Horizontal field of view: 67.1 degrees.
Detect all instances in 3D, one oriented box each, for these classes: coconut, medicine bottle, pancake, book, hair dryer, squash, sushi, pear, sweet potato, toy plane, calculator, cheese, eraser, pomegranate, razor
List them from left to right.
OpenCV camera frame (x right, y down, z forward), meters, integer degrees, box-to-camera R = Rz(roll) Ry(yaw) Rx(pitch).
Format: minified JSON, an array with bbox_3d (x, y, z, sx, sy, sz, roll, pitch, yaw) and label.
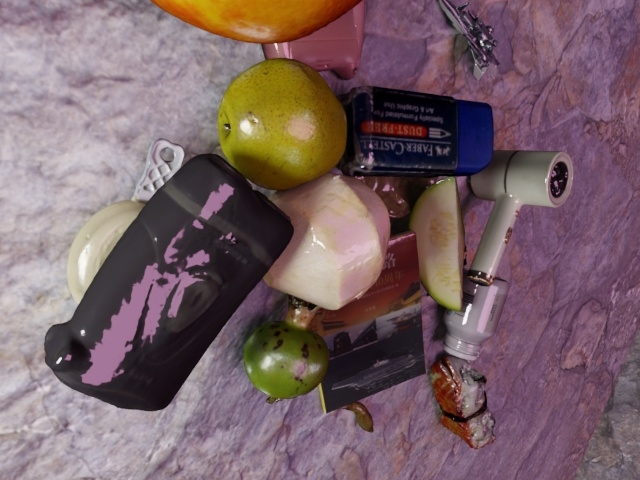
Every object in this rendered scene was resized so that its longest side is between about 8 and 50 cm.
[{"bbox_3d":[-0.273,-0.021,0.685,0.164,0.071,0.248,-7,109,-38],"label":"cheese"},{"bbox_3d":[-0.191,0.057,0.655,0.349,0.114,0.204,-54,135,-9],"label":"razor"},{"bbox_3d":[-0.060,-0.175,0.737,0.198,0.198,0.198,-13,112,-35],"label":"pear"},{"bbox_3d":[-0.056,0.187,0.891,0.156,0.156,0.220,35,58,-40],"label":"pomegranate"},{"bbox_3d":[-0.014,-0.426,0.777,0.220,0.048,0.329,-18,112,-32],"label":"calculator"},{"bbox_3d":[0.000,0.000,0.818,0.237,0.237,0.197,-36,159,-25],"label":"coconut"},{"bbox_3d":[0.095,0.412,1.138,0.153,0.038,0.041,52,48,-34],"label":"sweet potato"},{"bbox_3d":[0.102,0.181,1.038,0.263,0.028,0.373,-16,115,-16],"label":"book"},{"bbox_3d":[0.148,-0.166,0.990,0.242,0.050,0.241,-3,96,-32],"label":"pancake"},{"bbox_3d":[0.181,-0.194,0.913,0.333,0.102,0.154,-3,93,-28],"label":"eraser"},{"bbox_3d":[0.247,0.018,1.037,0.288,0.111,0.202,49,47,-60],"label":"squash"},{"bbox_3d":[0.397,0.445,1.329,0.130,0.124,0.331,-29,118,-20],"label":"sushi"},{"bbox_3d":[0.385,0.188,1.231,0.135,0.135,0.215,11,98,-40],"label":"medicine bottle"},{"bbox_3d":[0.329,-0.439,1.023,0.234,0.083,0.159,44,50,-39],"label":"toy plane"},{"bbox_3d":[0.426,-0.043,1.127,0.128,0.203,0.361,30,80,-40],"label":"hair dryer"}]

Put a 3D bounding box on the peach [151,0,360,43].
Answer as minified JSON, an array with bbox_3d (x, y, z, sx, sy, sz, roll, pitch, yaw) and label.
[{"bbox_3d":[-0.070,-0.414,0.537,0.389,0.388,0.387,-13,112,-35],"label":"peach"}]
